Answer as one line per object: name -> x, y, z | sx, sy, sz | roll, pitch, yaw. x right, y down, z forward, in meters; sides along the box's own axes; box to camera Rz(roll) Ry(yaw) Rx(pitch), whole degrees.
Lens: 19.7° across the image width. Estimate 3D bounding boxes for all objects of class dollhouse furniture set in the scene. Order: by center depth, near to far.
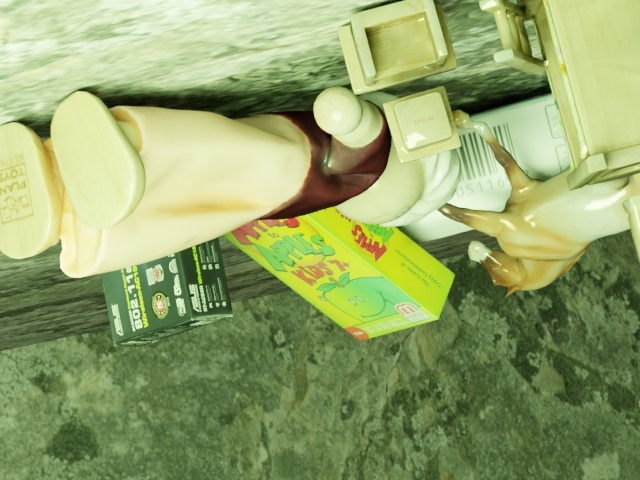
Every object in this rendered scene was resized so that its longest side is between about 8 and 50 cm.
dollhouse furniture set -> 0.109, -0.043, 0.971 | 0.161, 0.182, 0.101 | -14, 176, 0

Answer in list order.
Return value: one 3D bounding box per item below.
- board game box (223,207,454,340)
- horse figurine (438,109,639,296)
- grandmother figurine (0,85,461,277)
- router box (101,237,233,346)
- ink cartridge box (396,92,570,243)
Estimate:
board game box -> 0.000, 0.000, 1.337 | 0.181, 0.043, 0.092 | 38, 148, -24
horse figurine -> 0.181, -0.049, 1.269 | 0.263, 0.066, 0.174 | -31, 126, 30
grandmother figurine -> -0.040, -0.040, 1.116 | 0.207, 0.104, 0.342 | -6, 179, 42
router box -> -0.112, 0.004, 1.253 | 0.038, 0.122, 0.092 | -4, 169, -42
ink cartridge box -> 0.200, -0.083, 1.524 | 0.308, 0.091, 0.385 | -15, -176, 10
